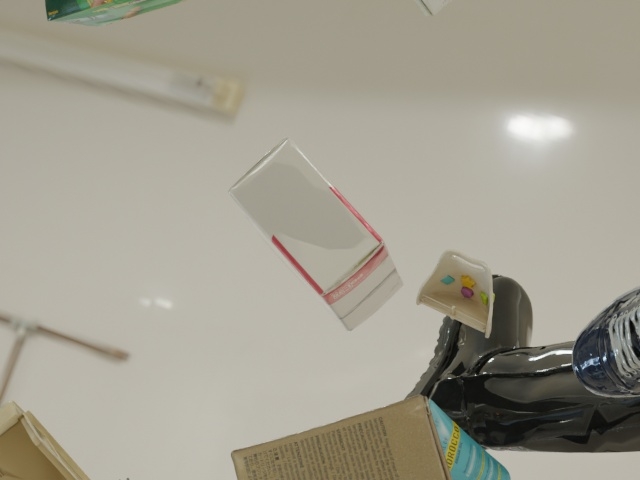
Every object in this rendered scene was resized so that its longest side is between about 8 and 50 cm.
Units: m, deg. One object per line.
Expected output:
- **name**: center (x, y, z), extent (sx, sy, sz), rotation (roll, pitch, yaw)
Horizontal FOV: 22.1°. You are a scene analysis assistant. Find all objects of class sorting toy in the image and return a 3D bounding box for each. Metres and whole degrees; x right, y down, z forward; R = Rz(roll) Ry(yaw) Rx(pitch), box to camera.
- **sorting toy**: center (0.144, 0.044, 1.637), extent (0.083, 0.045, 0.075), rotation (25, -42, 20)

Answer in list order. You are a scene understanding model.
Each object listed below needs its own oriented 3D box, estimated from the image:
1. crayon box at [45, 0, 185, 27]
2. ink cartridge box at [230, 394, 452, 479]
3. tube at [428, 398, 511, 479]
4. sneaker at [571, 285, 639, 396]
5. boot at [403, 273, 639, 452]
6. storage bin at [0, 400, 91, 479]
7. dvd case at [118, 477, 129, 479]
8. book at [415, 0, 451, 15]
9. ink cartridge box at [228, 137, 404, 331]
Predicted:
- **crayon box**: center (-0.168, -0.329, 1.680), extent (0.278, 0.165, 0.081), rotation (-10, -5, 38)
- **ink cartridge box**: center (0.039, 0.283, 1.499), extent (0.193, 0.235, 0.088), rotation (-15, -31, 0)
- **tube**: center (0.156, 0.250, 1.876), extent (0.052, 0.080, 0.207), rotation (-2, -23, 30)
- **sneaker**: center (0.292, 0.085, 1.429), extent (0.153, 0.099, 0.282), rotation (-13, -9, -42)
- **boot**: center (0.352, 0.154, 2.243), extent (0.445, 0.367, 0.146), rotation (-18, -58, 43)
- **storage bin**: center (-0.438, 0.401, 2.271), extent (0.260, 0.262, 0.123), rotation (54, -5, -27)
- **dvd case**: center (-0.250, 0.425, 2.122), extent (0.018, 0.164, 0.221), rotation (-3, -30, -9)
- **book**: center (0.135, -0.376, 2.121), extent (0.144, 0.096, 0.035), rotation (51, -6, -16)
- **ink cartridge box**: center (0.000, 0.000, 2.301), extent (0.207, 0.117, 0.283), rotation (47, -3, 16)
